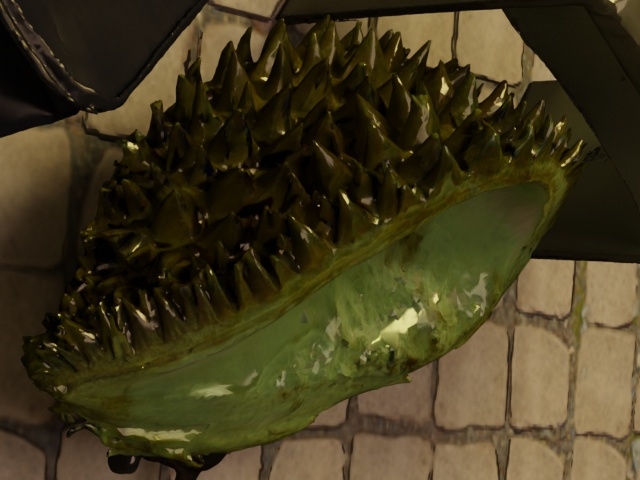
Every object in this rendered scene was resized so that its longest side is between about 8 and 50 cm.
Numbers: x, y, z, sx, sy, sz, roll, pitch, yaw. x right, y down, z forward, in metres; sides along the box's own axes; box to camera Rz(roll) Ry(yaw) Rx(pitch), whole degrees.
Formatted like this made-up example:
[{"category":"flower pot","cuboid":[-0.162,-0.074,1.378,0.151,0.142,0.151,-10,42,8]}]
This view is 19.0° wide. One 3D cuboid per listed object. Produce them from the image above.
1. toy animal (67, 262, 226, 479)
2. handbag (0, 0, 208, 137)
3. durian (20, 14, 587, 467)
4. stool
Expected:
[{"category":"toy animal","cuboid":[-0.074,0.064,1.104,0.148,0.084,0.232,25,68,-46]},{"category":"handbag","cuboid":[-0.172,-0.232,0.929,0.325,0.118,0.269,64,31,-21]},{"category":"durian","cuboid":[-0.008,-0.006,1.061,0.394,0.163,0.198,-28,144,-37]},{"category":"stool","cuboid":[0.162,-0.123,1.222,0.243,0.270,0.170,51,57,-34]}]
